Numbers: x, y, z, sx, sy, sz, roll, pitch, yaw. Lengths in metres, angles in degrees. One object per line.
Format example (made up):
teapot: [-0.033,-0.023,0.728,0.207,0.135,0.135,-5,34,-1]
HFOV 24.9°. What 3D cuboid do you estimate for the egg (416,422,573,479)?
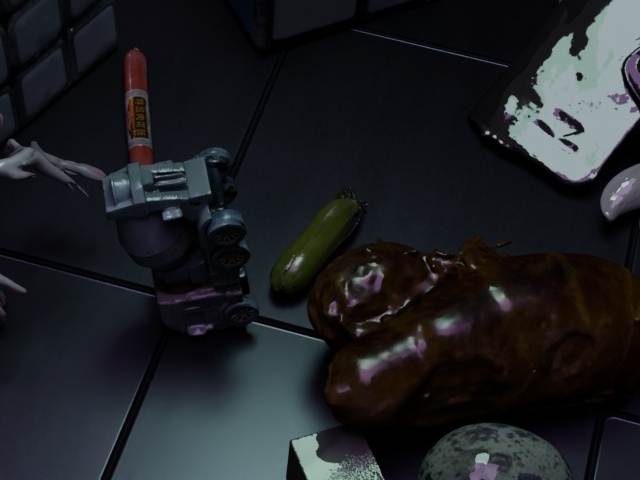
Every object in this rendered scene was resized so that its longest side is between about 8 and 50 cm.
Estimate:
egg: [0.182,0.254,1.495,0.172,0.132,0.132,-1,52,-23]

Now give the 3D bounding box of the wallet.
wallet: [0.369,-0.242,1.854,0.197,0.051,0.377,38,86,24]

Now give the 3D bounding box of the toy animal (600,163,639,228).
toy animal: [0.433,-0.090,1.812,0.104,0.131,0.221,43,85,-11]

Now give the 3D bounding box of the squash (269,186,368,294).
squash: [0.000,0.000,1.727,0.052,0.052,0.183,29,53,17]

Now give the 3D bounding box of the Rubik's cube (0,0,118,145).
Rubik's cube: [-0.459,-0.324,1.785,0.301,0.305,0.304,31,59,17]

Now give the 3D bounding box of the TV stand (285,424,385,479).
TV stand: [0.048,0.321,1.461,0.083,0.088,0.269,-16,56,-15]

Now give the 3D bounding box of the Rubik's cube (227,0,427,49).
Rubik's cube: [-0.003,-0.494,1.935,0.313,0.316,0.318,-20,58,-18]

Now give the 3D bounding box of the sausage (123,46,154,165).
sausage: [-0.230,-0.153,1.836,0.034,0.034,0.253,-5,54,-7]

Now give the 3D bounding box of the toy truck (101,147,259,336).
toy truck: [-0.151,0.002,1.588,0.140,0.256,0.108,-11,55,-4]

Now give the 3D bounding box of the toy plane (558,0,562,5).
toy plane: [0.437,-0.276,1.940,0.256,0.104,0.242,33,53,12]

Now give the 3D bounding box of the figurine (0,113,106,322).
figurine: [-0.403,-0.088,1.568,0.316,0.284,0.206,41,85,13]

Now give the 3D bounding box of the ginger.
ginger: [0.177,0.083,1.596,0.418,0.176,0.254,-7,40,-15]
